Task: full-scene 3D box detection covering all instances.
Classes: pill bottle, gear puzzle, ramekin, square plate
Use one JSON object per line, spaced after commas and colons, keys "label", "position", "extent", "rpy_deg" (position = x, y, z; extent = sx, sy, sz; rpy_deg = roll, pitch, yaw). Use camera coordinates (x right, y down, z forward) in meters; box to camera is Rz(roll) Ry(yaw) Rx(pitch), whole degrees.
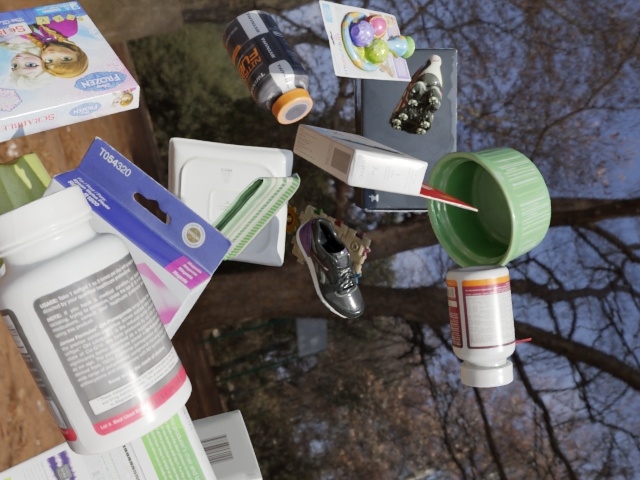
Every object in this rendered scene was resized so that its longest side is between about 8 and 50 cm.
{"label": "pill bottle", "position": [-0.309, 0.098, 0.924], "extent": [0.318, 0.176, 0.176], "rpy_deg": [68, -13, -11]}
{"label": "gear puzzle", "position": [0.000, 0.000, 2.036], "extent": [0.339, 0.044, 0.175], "rpy_deg": [31, -68, 32]}
{"label": "pill bottle", "position": [-0.110, -0.377, 1.568], "extent": [0.246, 0.130, 0.130], "rpy_deg": [60, -18, 19]}
{"label": "pill bottle", "position": [0.313, 0.164, 1.378], "extent": [0.121, 0.121, 0.221], "rpy_deg": [-177, -99, -75]}
{"label": "ramekin", "position": [0.412, -0.083, 1.730], "extent": [0.303, 0.148, 0.303], "rpy_deg": [40, -41, 46]}
{"label": "square plate", "position": [-0.264, -0.100, 2.000], "extent": [0.049, 0.347, 0.344], "rpy_deg": [-90, -174, -73]}

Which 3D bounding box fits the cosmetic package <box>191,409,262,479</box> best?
{"label": "cosmetic package", "position": [-0.191, 0.543, 1.395], "extent": [0.197, 0.155, 0.365], "rpy_deg": [-126, -151, -56]}

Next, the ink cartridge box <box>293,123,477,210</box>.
{"label": "ink cartridge box", "position": [0.117, -0.141, 1.312], "extent": [0.296, 0.261, 0.066], "rpy_deg": [-139, -120, -63]}

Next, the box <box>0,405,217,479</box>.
{"label": "box", "position": [-0.329, 0.411, 1.129], "extent": [0.058, 0.322, 0.232], "rpy_deg": [51, 14, -83]}

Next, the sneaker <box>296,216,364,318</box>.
{"label": "sneaker", "position": [0.036, 0.074, 1.837], "extent": [0.283, 0.107, 0.124], "rpy_deg": [60, -26, -1]}

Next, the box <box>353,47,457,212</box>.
{"label": "box", "position": [0.260, -0.337, 2.292], "extent": [0.472, 0.297, 0.480], "rpy_deg": [-65, 155, -85]}

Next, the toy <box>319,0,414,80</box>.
{"label": "toy", "position": [0.103, -0.372, 1.312], "extent": [0.056, 0.237, 0.137], "rpy_deg": [-15, -93, 38]}

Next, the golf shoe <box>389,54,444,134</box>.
{"label": "golf shoe", "position": [0.255, -0.358, 1.803], "extent": [0.273, 0.105, 0.120], "rpy_deg": [125, -16, -71]}

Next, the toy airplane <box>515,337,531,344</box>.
{"label": "toy airplane", "position": [0.487, 0.281, 1.893], "extent": [0.151, 0.151, 0.028], "rpy_deg": [153, -74, -76]}

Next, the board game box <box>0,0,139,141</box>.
{"label": "board game box", "position": [-0.605, -0.373, 1.520], "extent": [0.318, 0.318, 0.066], "rpy_deg": [52, -35, 23]}

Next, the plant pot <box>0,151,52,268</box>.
{"label": "plant pot", "position": [-0.670, -0.050, 1.578], "extent": [0.276, 0.276, 0.254], "rpy_deg": [-152, -138, -71]}

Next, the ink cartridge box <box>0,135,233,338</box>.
{"label": "ink cartridge box", "position": [-0.371, 0.042, 1.242], "extent": [0.324, 0.330, 0.071], "rpy_deg": [37, 16, 9]}

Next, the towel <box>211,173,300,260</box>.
{"label": "towel", "position": [-0.153, -0.043, 1.428], "extent": [0.038, 0.248, 0.325], "rpy_deg": [45, 13, 5]}
